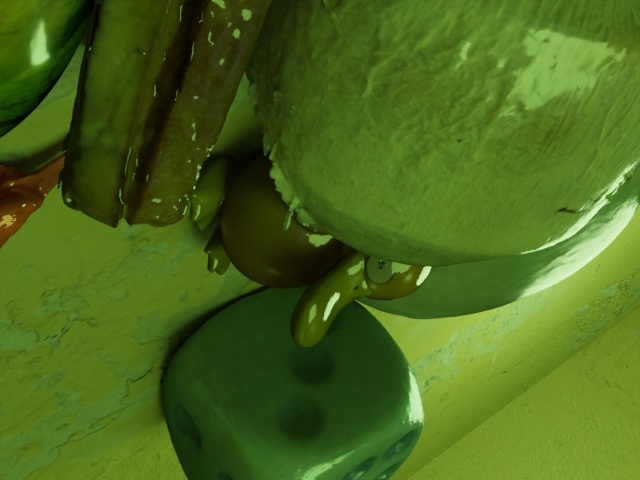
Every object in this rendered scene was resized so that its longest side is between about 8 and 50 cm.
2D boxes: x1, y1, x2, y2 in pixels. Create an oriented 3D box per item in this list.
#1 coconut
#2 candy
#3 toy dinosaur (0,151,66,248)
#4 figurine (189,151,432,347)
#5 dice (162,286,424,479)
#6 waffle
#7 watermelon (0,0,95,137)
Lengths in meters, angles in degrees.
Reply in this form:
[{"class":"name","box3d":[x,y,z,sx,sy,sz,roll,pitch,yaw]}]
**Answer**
[{"class":"coconut","box3d":[0.103,-0.177,0.628,0.346,0.346,0.360,-16,145,-38]},{"class":"candy","box3d":[0.233,-0.016,1.092,0.386,0.186,0.427,-12,163,-34]},{"class":"toy dinosaur","box3d":[-0.259,-0.041,0.689,0.279,0.055,0.101,-47,161,9]},{"class":"figurine","box3d":[-0.004,-0.008,0.873,0.215,0.228,0.215,-40,155,-23]},{"class":"dice","box3d":[-0.041,0.238,1.140,0.268,0.262,0.264,-21,147,-31]},{"class":"waffle","box3d":[-0.082,-0.189,0.512,0.098,0.224,0.327,12,130,-17]},{"class":"watermelon","box3d":[-0.227,-0.147,0.360,0.269,0.269,0.269,-30,151,-19]}]
